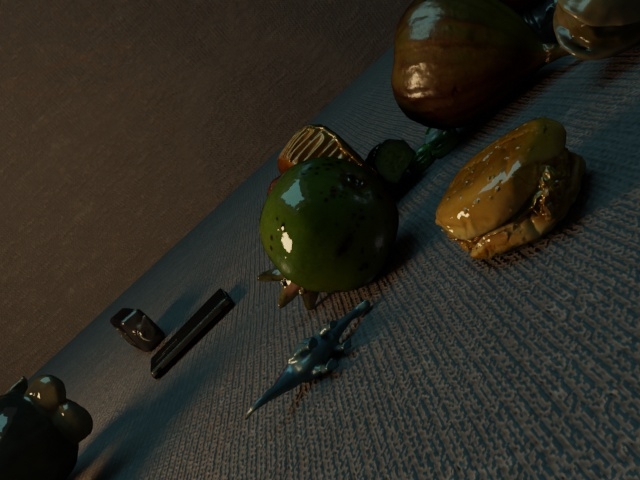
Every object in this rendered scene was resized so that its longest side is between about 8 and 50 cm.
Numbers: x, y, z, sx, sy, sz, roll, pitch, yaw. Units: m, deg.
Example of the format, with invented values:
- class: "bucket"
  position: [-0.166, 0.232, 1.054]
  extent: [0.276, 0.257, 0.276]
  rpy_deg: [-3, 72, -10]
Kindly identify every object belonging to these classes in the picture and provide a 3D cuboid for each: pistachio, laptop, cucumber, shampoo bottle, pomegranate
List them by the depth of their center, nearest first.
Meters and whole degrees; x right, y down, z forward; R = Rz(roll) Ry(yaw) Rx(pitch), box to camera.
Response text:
- class: "pistachio"
  position: [0.361, -0.306, 0.880]
  extent: [0.226, 0.136, 0.136]
  rpy_deg: [-50, 14, -29]
- class: "pomegranate"
  position: [0.000, 0.000, 0.937]
  extent: [0.181, 0.181, 0.224]
  rpy_deg: [-55, -4, -44]
- class: "cucumber"
  position: [0.095, -0.125, 1.198]
  extent: [0.078, 0.062, 0.211]
  rpy_deg: [-54, 7, -4]
- class: "laptop"
  position: [-0.260, 0.180, 1.427]
  extent: [0.207, 0.026, 0.154]
  rpy_deg: [-45, 13, -6]
- class: "shampoo bottle"
  position: [-0.432, 0.210, 1.692]
  extent: [0.071, 0.098, 0.309]
  rpy_deg: [-42, 12, -19]

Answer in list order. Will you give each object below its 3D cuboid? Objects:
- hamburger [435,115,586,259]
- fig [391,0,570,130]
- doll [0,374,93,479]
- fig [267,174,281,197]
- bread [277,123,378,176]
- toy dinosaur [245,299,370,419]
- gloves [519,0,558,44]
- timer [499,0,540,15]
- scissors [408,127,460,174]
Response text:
- class: "hamburger"
  position: [0.182, -0.048, 0.694]
  extent: [0.147, 0.083, 0.138]
  rpy_deg: [-33, 20, 49]
- class: "fig"
  position: [0.258, -0.276, 1.044]
  extent: [0.320, 0.217, 0.217]
  rpy_deg: [2, 42, 42]
- class: "doll"
  position: [-0.507, 0.414, 1.070]
  extent: [0.382, 0.252, 0.379]
  rpy_deg: [-52, -9, -36]
- class: "fig"
  position: [-0.039, -0.064, 1.444]
  extent: [0.119, 0.153, 0.119]
  rpy_deg: [-17, -16, -5]
- class: "bread"
  position: [0.013, -0.091, 1.121]
  extent: [0.104, 0.199, 0.199]
  rpy_deg: [-45, 13, -4]
- class: "toy dinosaur"
  position: [-0.007, 0.127, 0.788]
  extent: [0.197, 0.045, 0.080]
  rpy_deg: [-41, -2, -25]
- class: "gloves"
  position: [0.405, -0.394, 1.087]
  extent: [0.285, 0.119, 0.142]
  rpy_deg: [-51, 12, 41]
- class: "timer"
  position: [0.358, -0.469, 1.213]
  extent: [0.250, 0.161, 0.257]
  rpy_deg: [-30, -17, 2]
- class: "scissors"
  position: [0.197, -0.182, 1.211]
  extent: [0.101, 0.027, 0.204]
  rpy_deg: [-33, 18, 30]
